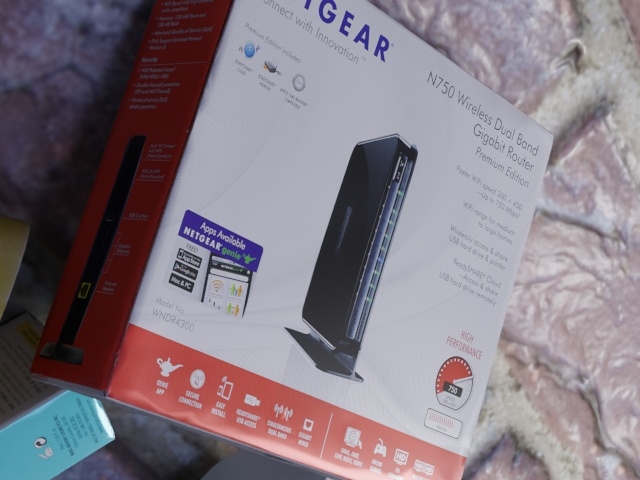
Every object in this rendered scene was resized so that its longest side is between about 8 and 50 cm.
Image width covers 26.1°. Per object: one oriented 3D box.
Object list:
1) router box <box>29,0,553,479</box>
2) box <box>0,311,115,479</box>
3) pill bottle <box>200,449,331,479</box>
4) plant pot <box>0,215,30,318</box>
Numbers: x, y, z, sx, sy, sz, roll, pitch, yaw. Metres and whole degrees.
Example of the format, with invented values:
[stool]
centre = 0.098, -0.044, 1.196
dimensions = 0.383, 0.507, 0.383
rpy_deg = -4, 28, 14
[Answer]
[router box]
centre = 0.000, 0.000, 0.938
dimensions = 0.335, 0.082, 0.301
rpy_deg = 26, 76, -43
[box]
centre = -0.262, 0.147, 0.873
dimensions = 0.244, 0.100, 0.060
rpy_deg = -31, 128, -20
[pill bottle]
centre = -0.012, 0.291, 1.103
dimensions = 0.152, 0.152, 0.272
rpy_deg = -34, 128, -18
[plant pot]
centre = -0.243, 0.034, 0.822
dimensions = 0.095, 0.134, 0.134
rpy_deg = 22, 100, -17
